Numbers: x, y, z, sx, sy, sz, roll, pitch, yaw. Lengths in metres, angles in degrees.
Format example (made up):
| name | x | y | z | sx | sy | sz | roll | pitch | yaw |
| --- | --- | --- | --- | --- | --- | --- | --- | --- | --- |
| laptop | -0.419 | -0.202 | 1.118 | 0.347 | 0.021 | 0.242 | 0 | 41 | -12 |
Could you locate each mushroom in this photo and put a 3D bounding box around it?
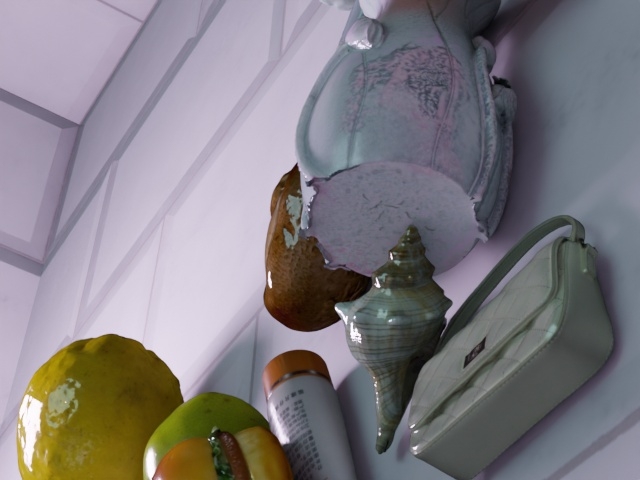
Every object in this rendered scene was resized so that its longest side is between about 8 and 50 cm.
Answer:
| name | x | y | z | sx | sy | sz | roll | pitch | yaw |
| --- | --- | --- | --- | --- | --- | --- | --- | --- | --- |
| mushroom | 0.000 | 0.000 | 1.606 | 0.253 | 0.153 | 0.253 | 15 | -90 | -86 |

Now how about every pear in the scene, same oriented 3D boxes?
| name | x | y | z | sx | sy | sz | roll | pitch | yaw |
| --- | --- | --- | --- | --- | --- | --- | --- | --- | --- |
| pear | -0.144 | 0.288 | 1.629 | 0.188 | 0.187 | 0.220 | -63 | 16 | 6 |

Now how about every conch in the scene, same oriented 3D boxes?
| name | x | y | z | sx | sy | sz | roll | pitch | yaw |
| --- | --- | --- | --- | --- | --- | --- | --- | --- | --- |
| conch | 0.080 | 0.092 | 1.355 | 0.137 | 0.114 | 0.234 | -35 | -35 | -41 |

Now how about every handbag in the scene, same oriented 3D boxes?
| name | x | y | z | sx | sy | sz | roll | pitch | yaw |
| --- | --- | --- | --- | --- | --- | --- | --- | --- | --- |
| handbag | 0.177 | 0.091 | 1.216 | 0.256 | 0.079 | 0.219 | -49 | 20 | 32 |

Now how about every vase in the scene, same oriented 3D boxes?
| name | x | y | z | sx | sy | sz | roll | pitch | yaw |
| --- | --- | --- | --- | --- | --- | --- | --- | --- | --- |
| vase | 0.110 | -0.172 | 1.470 | 0.250 | 0.250 | 0.445 | -45 | 24 | 43 |

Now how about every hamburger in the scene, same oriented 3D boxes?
| name | x | y | z | sx | sy | sz | roll | pitch | yaw |
| --- | --- | --- | --- | --- | --- | --- | --- | --- | --- |
| hamburger | -0.111 | 0.333 | 1.401 | 0.246 | 0.169 | 0.246 | 173 | 90 | -79 |

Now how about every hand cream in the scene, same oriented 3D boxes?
| name | x | y | z | sx | sy | sz | roll | pitch | yaw |
| --- | --- | --- | --- | --- | --- | --- | --- | --- | --- |
| hand cream | -0.005 | 0.254 | 1.453 | 0.314 | 0.089 | 0.140 | -102 | 30 | -51 |

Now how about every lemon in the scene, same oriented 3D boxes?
| name | x | y | z | sx | sy | sz | roll | pitch | yaw |
| --- | --- | --- | --- | --- | --- | --- | --- | --- | --- |
| lemon | -0.349 | 0.311 | 1.971 | 0.285 | 0.285 | 0.316 | -14 | 52 | 64 |

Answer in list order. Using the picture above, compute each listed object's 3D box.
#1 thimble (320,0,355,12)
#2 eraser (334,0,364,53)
| name | x | y | z | sx | sy | sz | roll | pitch | yaw |
| --- | --- | --- | --- | --- | --- | --- | --- | --- | --- |
| thimble | 0.031 | -0.486 | 2.028 | 0.149 | 0.211 | 0.185 | -53 | -6 | 34 |
| eraser | 0.064 | -0.221 | 1.734 | 0.227 | 0.081 | 0.174 | -68 | -21 | -9 |
